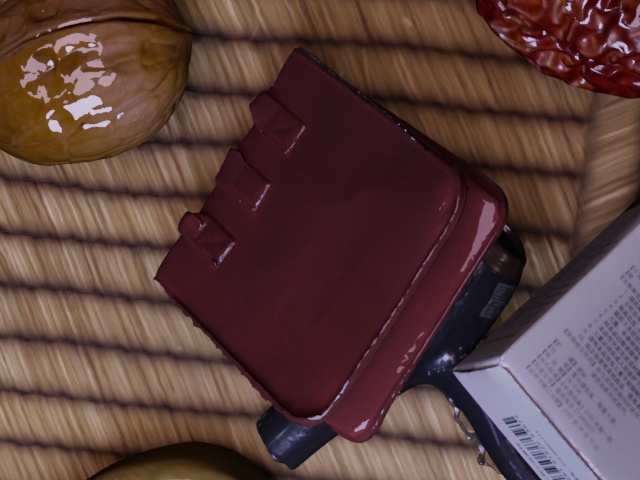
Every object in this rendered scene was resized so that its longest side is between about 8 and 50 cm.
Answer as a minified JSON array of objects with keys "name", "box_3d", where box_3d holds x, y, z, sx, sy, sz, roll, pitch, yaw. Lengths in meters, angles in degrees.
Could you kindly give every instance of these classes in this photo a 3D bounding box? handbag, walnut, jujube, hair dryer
[{"name":"handbag","box_3d":[0.001,0.001,1.445,0.275,0.084,0.260,38,102,43]},{"name":"walnut","box_3d":[-0.209,-0.150,1.498,0.207,0.167,0.167,-20,92,10]},{"name":"jujube","box_3d":[0.234,-0.222,1.373,0.232,0.213,0.213,16,99,26]},{"name":"hair dryer","box_3d":[0.117,0.177,1.448,0.304,0.120,0.359,-46,61,17]}]

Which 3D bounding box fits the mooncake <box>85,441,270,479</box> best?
[{"name":"mooncake","box_3d":[-0.148,0.297,1.560,0.235,0.117,0.235,1,99,9]}]

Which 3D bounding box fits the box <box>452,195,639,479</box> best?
[{"name":"box","box_3d":[0.283,0.080,1.354,0.299,0.106,0.200,-41,93,-21]}]
